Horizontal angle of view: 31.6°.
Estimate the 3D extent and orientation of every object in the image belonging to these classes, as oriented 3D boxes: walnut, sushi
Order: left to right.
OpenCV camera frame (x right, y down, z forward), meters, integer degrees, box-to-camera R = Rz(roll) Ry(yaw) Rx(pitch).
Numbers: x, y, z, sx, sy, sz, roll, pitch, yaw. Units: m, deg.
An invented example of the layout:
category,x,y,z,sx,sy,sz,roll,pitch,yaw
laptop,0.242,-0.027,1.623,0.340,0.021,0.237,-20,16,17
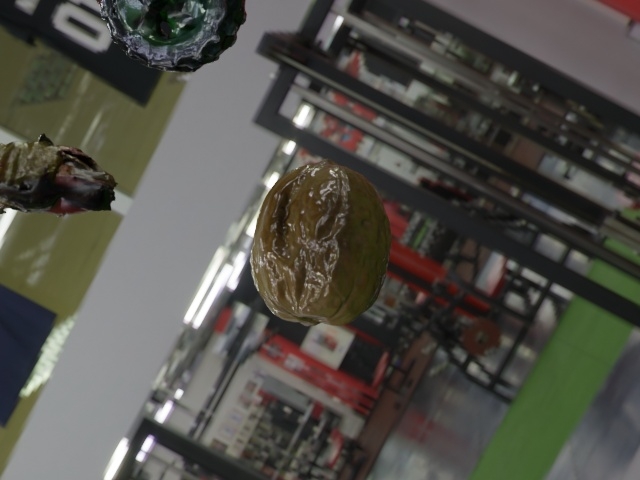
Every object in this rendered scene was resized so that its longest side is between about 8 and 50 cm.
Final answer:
category,x,y,z,sx,sy,sz,roll,pitch,yaw
sushi,-0.366,-0.081,1.403,0.103,0.226,0.097,143,132,-73
walnut,0.000,0.000,1.215,0.155,0.155,0.184,112,166,-74

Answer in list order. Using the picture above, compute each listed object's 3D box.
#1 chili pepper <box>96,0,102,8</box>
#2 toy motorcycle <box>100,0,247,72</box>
category,x,y,z,sx,sy,sz,roll,pitch,yaw
chili pepper,-0.278,-0.372,1.154,0.368,0.092,0.137,44,-146,-60
toy motorcycle,-0.062,-0.341,0.926,0.410,0.237,0.169,-43,4,12
